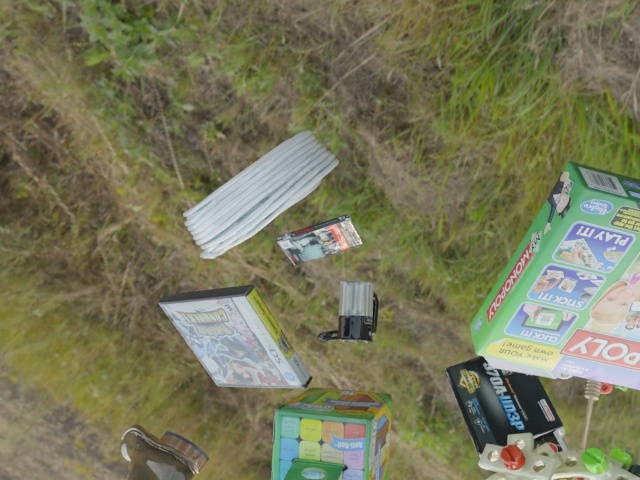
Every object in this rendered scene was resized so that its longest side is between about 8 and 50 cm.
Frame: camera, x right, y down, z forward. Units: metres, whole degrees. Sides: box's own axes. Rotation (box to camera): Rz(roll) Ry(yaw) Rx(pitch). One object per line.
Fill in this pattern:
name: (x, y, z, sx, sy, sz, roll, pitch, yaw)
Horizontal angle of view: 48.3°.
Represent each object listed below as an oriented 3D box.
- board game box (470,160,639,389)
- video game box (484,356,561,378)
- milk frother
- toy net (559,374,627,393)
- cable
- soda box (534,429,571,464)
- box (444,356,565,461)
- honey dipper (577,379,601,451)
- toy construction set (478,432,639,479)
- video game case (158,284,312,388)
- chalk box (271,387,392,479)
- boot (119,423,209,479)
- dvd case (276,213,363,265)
board game box: (0.334, 0.057, 0.682, 0.317, 0.046, 0.213, 13, 127, -10)
video game box: (0.361, 0.128, 1.102, 0.048, 0.187, 0.205, 52, 167, -3)
milk frother: (0.058, 0.167, 1.641, 0.143, 0.135, 0.129, 0, 168, 17)
toy net: (0.621, 0.297, 1.677, 0.232, 0.045, 0.122, 0, 99, -6)
cable: (-0.096, -0.077, 1.128, 0.089, 0.257, 0.257, 54, 164, -6)
soda box: (0.387, 0.381, 1.234, 0.053, 0.060, 0.169, -22, 152, -3)
box: (0.373, 0.333, 1.467, 0.175, 0.220, 0.051, -19, 131, 4)
honey dipper: (0.560, 0.372, 1.492, 0.030, 0.161, 0.030, 16, 161, 5)
toy construction set: (0.379, 0.365, 1.016, 0.327, 0.151, 0.215, 41, 168, -35)
video game case: (-0.180, 0.207, 1.479, 0.275, 0.035, 0.248, -9, 121, 40)
chalk box: (0.018, 0.390, 1.323, 0.180, 0.179, 0.289, 3, 179, 15)
boot: (-0.249, 0.321, 0.987, 0.082, 0.106, 0.219, 48, 146, -19)
dvd case: (0.000, 0.000, 1.124, 0.119, 0.013, 0.087, -19, 149, 9)
